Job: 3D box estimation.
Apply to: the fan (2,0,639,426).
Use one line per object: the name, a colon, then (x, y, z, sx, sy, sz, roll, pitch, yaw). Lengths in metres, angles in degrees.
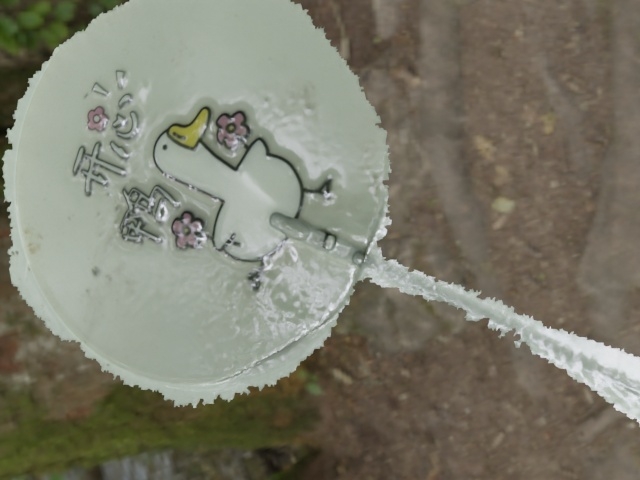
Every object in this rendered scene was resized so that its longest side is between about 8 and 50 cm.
fan: (0.000, 0.000, 0.601, 0.415, 0.012, 0.233, 21, 98, 20)
